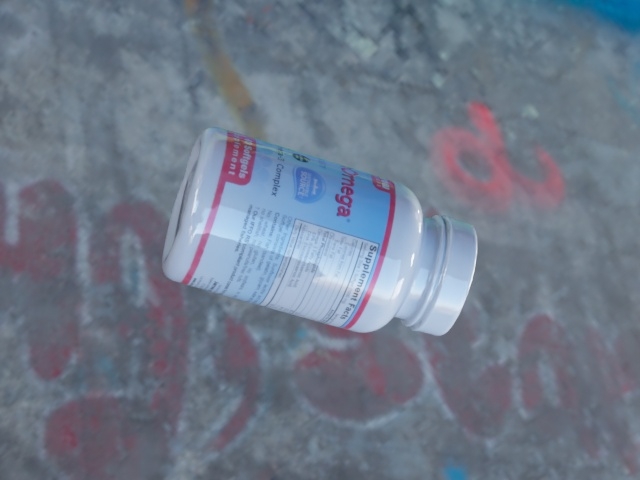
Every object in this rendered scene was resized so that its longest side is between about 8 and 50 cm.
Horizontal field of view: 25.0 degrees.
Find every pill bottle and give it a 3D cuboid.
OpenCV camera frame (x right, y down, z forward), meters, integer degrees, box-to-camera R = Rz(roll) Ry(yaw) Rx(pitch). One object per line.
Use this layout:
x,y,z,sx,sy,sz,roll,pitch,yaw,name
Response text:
0.000,0.000,0.793,0.160,0.087,0.087,16,50,-11,pill bottle
